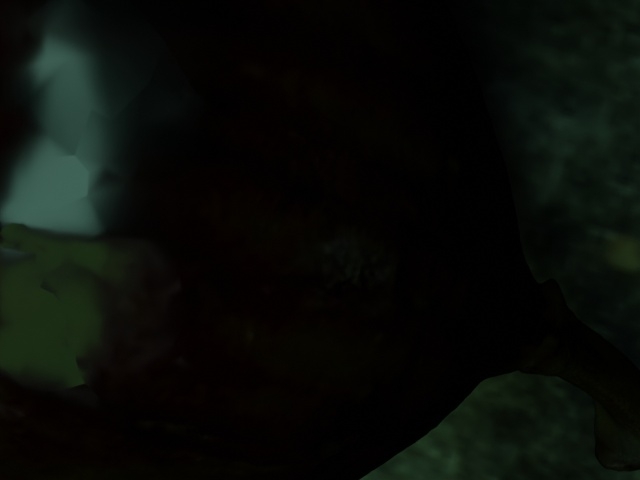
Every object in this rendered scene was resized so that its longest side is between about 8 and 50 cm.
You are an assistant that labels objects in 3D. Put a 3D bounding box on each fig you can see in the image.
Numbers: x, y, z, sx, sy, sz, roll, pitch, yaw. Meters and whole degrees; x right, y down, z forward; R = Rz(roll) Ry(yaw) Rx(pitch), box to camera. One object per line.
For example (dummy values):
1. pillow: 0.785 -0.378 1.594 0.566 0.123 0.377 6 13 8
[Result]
1. fig: 0.000 0.000 0.586 0.321 0.217 0.217 21 139 -34
